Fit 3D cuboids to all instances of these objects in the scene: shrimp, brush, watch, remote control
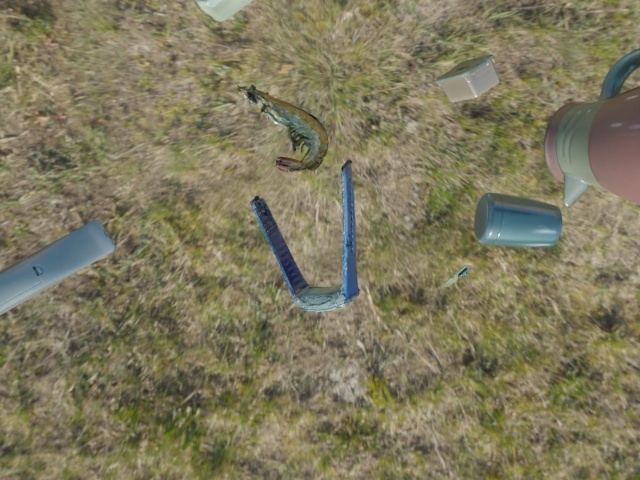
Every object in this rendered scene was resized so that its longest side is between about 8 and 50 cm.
[{"bbox_3d":[-0.067,-0.172,1.172,0.178,0.034,0.124,27,60,-25],"label":"shrimp"},{"bbox_3d":[0.271,0.073,1.458,0.016,0.013,0.084,7,147,-27],"label":"brush"},{"bbox_3d":[0.011,0.003,1.473,0.276,0.068,0.275,-17,98,43],"label":"watch"},{"bbox_3d":[-0.355,0.035,0.946,0.184,0.027,0.050,-32,92,-20],"label":"remote control"}]

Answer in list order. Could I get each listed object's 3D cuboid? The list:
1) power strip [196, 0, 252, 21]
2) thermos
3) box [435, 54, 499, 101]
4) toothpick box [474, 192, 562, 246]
[{"bbox_3d":[-0.044,-0.349,0.782,0.270,0.046,0.118,-30,70,20],"label":"power strip"},{"bbox_3d":[0.342,-0.103,0.698,0.145,0.265,0.177,22,87,-31],"label":"thermos"},{"bbox_3d":[0.310,-0.335,1.535,0.089,0.122,0.062,-35,105,-16],"label":"box"},{"bbox_3d":[0.458,-0.042,1.697,0.184,0.120,0.120,7,103,-6],"label":"toothpick box"}]
